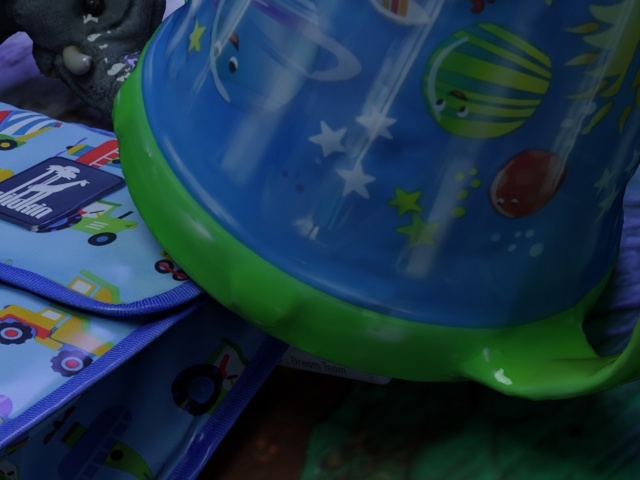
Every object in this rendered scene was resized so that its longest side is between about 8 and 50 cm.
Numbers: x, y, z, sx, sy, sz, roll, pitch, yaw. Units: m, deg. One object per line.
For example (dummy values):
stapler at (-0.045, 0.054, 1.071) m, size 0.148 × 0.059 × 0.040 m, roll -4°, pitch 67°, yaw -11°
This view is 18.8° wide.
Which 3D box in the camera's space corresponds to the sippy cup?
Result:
sippy cup at (0.055, -0.098, 0.804) m, size 0.305 × 0.224 × 0.240 m, roll 28°, pitch 40°, yaw 3°

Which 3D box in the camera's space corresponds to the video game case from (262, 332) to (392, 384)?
video game case at (0.000, 0.000, 0.935) m, size 0.143 × 0.019 × 0.157 m, roll 9°, pitch 45°, yaw 28°

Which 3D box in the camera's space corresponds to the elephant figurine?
elephant figurine at (-0.155, -0.150, 1.060) m, size 0.239 × 0.186 × 0.169 m, roll -7°, pitch 34°, yaw 19°

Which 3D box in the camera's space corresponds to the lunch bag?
lunch bag at (-0.143, 0.039, 0.862) m, size 0.221 × 0.138 × 0.293 m, roll 14°, pitch 42°, yaw 29°
